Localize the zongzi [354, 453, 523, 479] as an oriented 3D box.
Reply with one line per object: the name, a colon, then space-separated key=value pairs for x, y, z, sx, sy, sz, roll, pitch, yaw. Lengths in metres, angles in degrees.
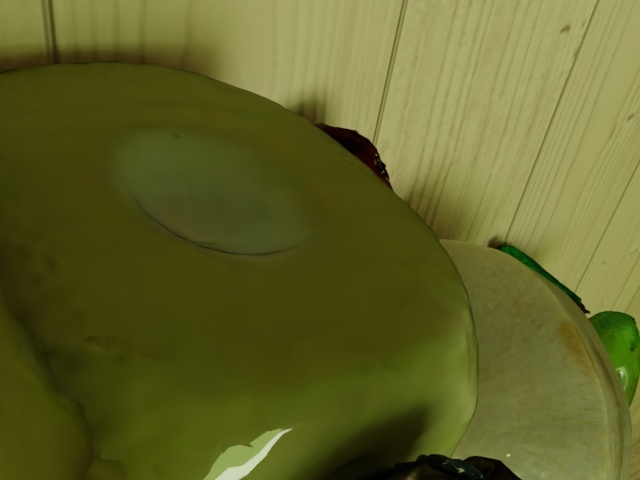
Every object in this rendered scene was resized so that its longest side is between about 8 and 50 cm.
zongzi: x=-0.044 y=0.228 z=0.367 sx=0.300 sy=0.138 sz=0.286 roll=-12 pitch=136 yaw=-30

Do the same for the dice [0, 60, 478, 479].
dice: x=-0.084 y=0.067 z=0.472 sx=0.227 sy=0.238 sz=0.233 roll=-13 pitch=140 yaw=-45

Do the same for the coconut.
coconut: x=0.104 y=0.155 z=0.812 sx=0.323 sy=0.323 sz=0.323 roll=-34 pitch=150 yaw=-23

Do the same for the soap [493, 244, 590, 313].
soap: x=0.160 y=0.139 z=1.063 sx=0.273 sy=0.098 sz=0.218 roll=-51 pitch=152 yaw=9

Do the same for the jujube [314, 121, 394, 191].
jujube: x=0.004 y=-0.001 z=0.655 sx=0.104 sy=0.104 sz=0.166 roll=-20 pitch=142 yaw=-40

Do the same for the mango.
mango: x=0.281 y=0.153 z=1.044 sx=0.119 sy=0.100 sz=0.178 roll=-95 pitch=-151 yaw=-71
